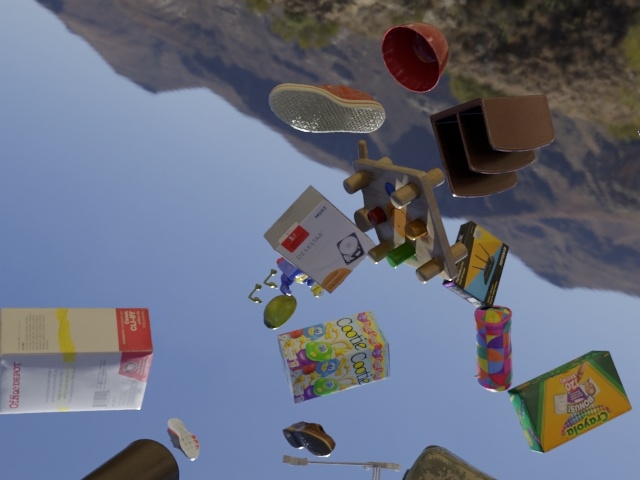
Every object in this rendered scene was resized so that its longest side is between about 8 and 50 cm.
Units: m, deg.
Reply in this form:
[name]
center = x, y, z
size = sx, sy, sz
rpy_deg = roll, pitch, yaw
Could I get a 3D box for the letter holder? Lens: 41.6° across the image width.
[letter holder]
center = 0.434, -0.227, 2.040
size = 0.152, 0.214, 0.302
rpy_deg = -15, 178, 44

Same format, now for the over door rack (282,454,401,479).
[over door rack]
center = 0.047, 0.663, 2.091
size = 0.324, 0.239, 0.108
rpy_deg = -6, 156, 32

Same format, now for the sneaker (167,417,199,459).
[sneaker]
center = -0.421, 0.617, 2.573
size = 0.061, 0.065, 0.158
rpy_deg = -4, -141, -38

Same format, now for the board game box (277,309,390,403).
[board game box]
center = 0.037, 0.317, 2.305
size = 0.275, 0.142, 0.144
rpy_deg = -14, -140, -11

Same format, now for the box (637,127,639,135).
[box]
center = 0.584, -0.214, 1.321
size = 0.056, 0.183, 0.231
rpy_deg = 36, -167, 23

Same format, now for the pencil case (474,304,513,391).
[pencil case]
center = 0.442, 0.273, 2.141
size = 0.104, 0.236, 0.104
rpy_deg = -6, -148, 3

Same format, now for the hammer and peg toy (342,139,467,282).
[hammer and peg toy]
center = 0.149, -0.065, 1.861
size = 0.127, 0.266, 0.361
rpy_deg = -31, -153, -22

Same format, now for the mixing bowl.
[mixing bowl]
center = 0.252, -0.473, 2.099
size = 0.181, 0.181, 0.098
rpy_deg = 30, -124, 31

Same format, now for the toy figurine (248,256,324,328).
[toy figurine]
center = -0.093, 0.082, 2.565
size = 0.191, 0.362, 0.217
rpy_deg = 48, 179, 27

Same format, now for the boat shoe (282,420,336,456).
[boat shoe]
center = -0.018, 0.427, 1.852
size = 0.060, 0.064, 0.178
rpy_deg = -34, -166, -28

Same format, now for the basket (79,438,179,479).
[basket]
center = -0.471, 0.576, 1.929
size = 0.227, 0.204, 0.154
rpy_deg = -24, -92, -53

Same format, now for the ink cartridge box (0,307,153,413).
[ink cartridge box]
center = -0.662, 0.319, 2.247
size = 0.385, 0.279, 0.160
rpy_deg = 2, -133, -21

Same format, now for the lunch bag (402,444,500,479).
[lunch bag]
center = 0.317, 0.596, 1.844
size = 0.305, 0.212, 0.256
rpy_deg = 27, 176, 11

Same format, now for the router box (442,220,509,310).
[router box]
center = 0.381, 0.062, 2.057
size = 0.133, 0.179, 0.046
rpy_deg = 31, 152, -20

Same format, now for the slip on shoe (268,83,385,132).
[slip on shoe]
center = 0.011, -0.343, 2.123
size = 0.331, 0.123, 0.101
rpy_deg = 1, -137, -34

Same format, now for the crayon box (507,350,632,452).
[crayon box]
center = 0.638, 0.410, 2.156
size = 0.278, 0.165, 0.081
rpy_deg = -22, 179, -15

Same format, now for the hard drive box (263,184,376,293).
[hard drive box]
center = 0.000, 0.000, 2.157
size = 0.232, 0.181, 0.089
rpy_deg = 39, -173, -37
